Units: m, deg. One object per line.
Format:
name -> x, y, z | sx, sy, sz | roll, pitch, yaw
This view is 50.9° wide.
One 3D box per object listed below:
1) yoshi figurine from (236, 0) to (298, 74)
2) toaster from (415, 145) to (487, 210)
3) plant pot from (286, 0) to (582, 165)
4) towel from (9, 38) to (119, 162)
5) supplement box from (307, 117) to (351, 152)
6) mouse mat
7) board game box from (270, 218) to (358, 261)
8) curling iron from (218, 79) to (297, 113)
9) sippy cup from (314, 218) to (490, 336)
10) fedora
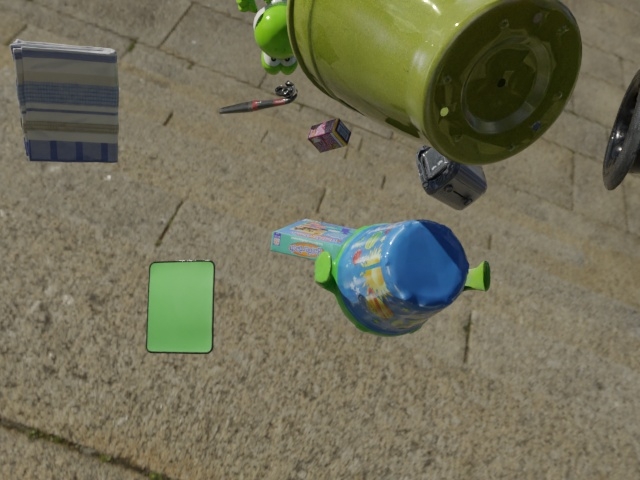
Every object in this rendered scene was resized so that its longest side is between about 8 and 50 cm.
yoshi figurine -> -0.085, -0.547, 1.460 | 0.203, 0.363, 0.203 | 5, 14, 31
toaster -> 0.345, -0.185, 1.778 | 0.146, 0.129, 0.227 | 30, 34, -30
plant pot -> 0.177, -0.292, 0.990 | 0.366, 0.367, 0.353 | -5, 37, -22
towel -> -0.546, -0.293, 1.463 | 0.209, 0.285, 0.034 | 0, 40, -15
supplement box -> 0.021, -0.242, 1.555 | 0.055, 0.083, 0.043 | 43, 52, -38
mouse mat -> -0.285, 0.135, 1.369 | 0.152, 0.007, 0.190 | -2, 81, 16
board game box -> 0.000, 0.000, 1.526 | 0.160, 0.047, 0.210 | 12, 13, 17
curling iron -> -0.169, -0.372, 1.817 | 0.035, 0.273, 0.068 | 48, 47, -38
sippy cup -> 0.161, 0.062, 1.283 | 0.305, 0.224, 0.240 | -33, 88, -19
fedora -> 0.799, -0.258, 1.617 | 0.152, 0.334, 0.334 | 18, 48, 12
